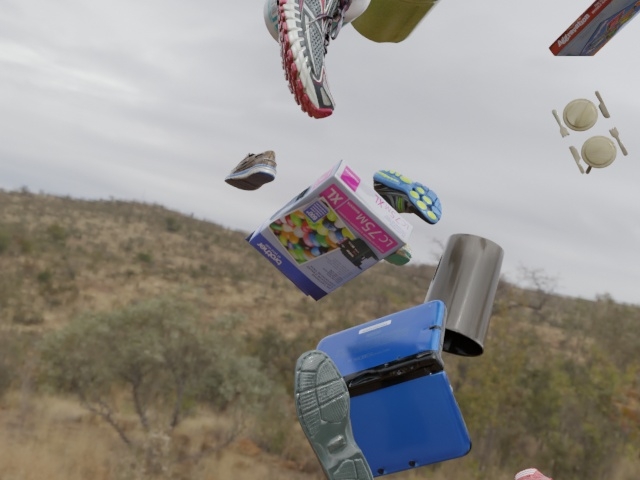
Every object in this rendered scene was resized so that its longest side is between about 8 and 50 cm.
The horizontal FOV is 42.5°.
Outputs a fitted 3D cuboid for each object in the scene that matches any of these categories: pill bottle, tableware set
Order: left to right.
[{"bbox_3d":[0.004,-0.472,1.586,0.146,0.146,0.264,15,-13,-26],"label":"pill bottle"},{"bbox_3d":[0.685,-0.270,2.099,0.128,0.194,0.039,-23,-14,9],"label":"tableware set"}]

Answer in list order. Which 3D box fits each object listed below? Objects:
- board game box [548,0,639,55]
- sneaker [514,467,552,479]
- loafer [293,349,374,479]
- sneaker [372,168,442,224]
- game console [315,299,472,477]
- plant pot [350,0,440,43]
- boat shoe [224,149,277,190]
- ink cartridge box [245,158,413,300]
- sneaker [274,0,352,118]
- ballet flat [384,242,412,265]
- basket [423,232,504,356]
[{"bbox_3d":[0.567,-0.448,1.535,0.145,0.027,0.281,-10,-26,-40],"label":"board game box"},{"bbox_3d":[0.584,0.608,2.023,0.221,0.087,0.128,16,13,1],"label":"sneaker"},{"bbox_3d":[0.009,0.317,1.382,0.096,0.267,0.084,-17,-5,-20],"label":"loafer"},{"bbox_3d":[0.186,-0.086,1.769,0.067,0.078,0.188,-27,48,-36],"label":"sneaker"},{"bbox_3d":[0.130,0.282,1.544,0.293,0.250,0.173,-22,-63,27],"label":"game console"},{"bbox_3d":[0.172,-0.584,1.844,0.276,0.276,0.254,14,-25,-9],"label":"plant pot"},{"bbox_3d":[-0.146,-0.154,1.797,0.066,0.066,0.183,25,-19,-32],"label":"boat shoe"},{"bbox_3d":[0.000,0.000,1.539,0.186,0.065,0.311,42,-46,-14],"label":"ink cartridge box"},{"bbox_3d":[-0.006,-0.321,1.170,0.112,0.299,0.121,-4,-9,-5],"label":"sneaker"},{"bbox_3d":[0.175,0.006,2.155,0.091,0.077,0.241,-22,-21,13],"label":"ballet flat"},{"bbox_3d":[0.304,0.113,1.763,0.154,0.227,0.204,14,-19,17],"label":"basket"}]
